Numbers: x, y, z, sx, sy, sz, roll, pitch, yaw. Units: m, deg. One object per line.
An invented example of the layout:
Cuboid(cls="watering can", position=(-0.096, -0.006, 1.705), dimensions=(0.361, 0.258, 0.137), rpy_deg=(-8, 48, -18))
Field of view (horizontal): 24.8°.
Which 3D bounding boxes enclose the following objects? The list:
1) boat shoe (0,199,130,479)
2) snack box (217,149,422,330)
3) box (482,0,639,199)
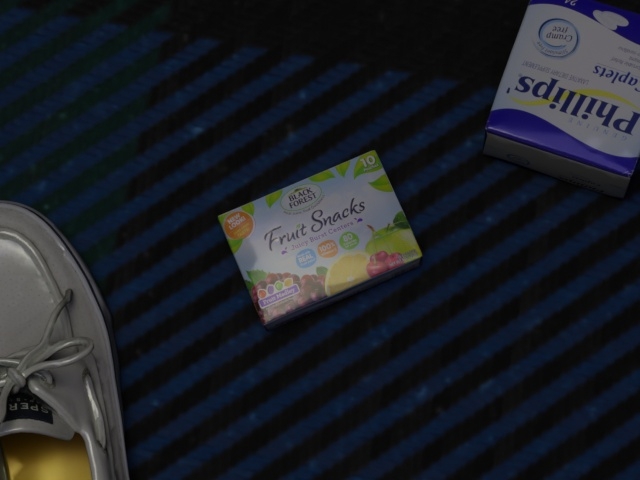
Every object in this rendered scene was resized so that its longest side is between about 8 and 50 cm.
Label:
Cuboid(cls="boat shoe", position=(-0.226, 0.132, 1.112), dimensions=(0.135, 0.156, 0.367), rpy_deg=(-13, 77, 0))
Cuboid(cls="snack box", position=(0.000, 0.000, 1.192), dimensions=(0.141, 0.037, 0.100), rpy_deg=(-23, 75, -2))
Cuboid(cls="box", position=(0.213, -0.121, 1.191), dimensions=(0.126, 0.072, 0.137), rpy_deg=(19, 79, 8))
